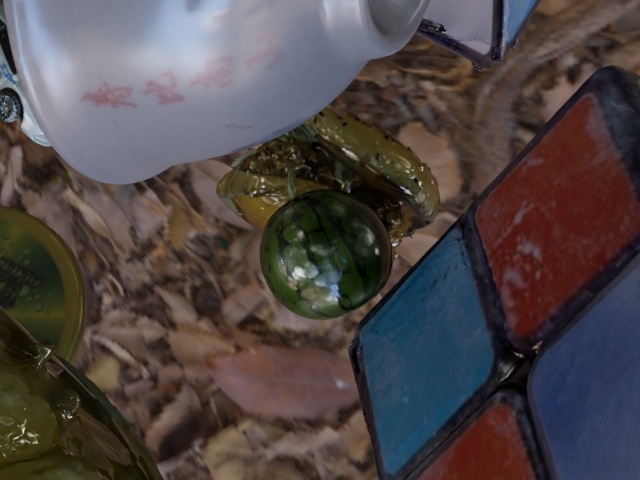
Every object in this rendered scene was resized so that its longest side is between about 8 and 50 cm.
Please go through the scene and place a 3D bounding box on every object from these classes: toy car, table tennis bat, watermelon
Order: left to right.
[{"bbox_3d":[-0.288,0.106,1.064,0.198,0.050,0.321,28,68,26],"label":"table tennis bat"},{"bbox_3d":[-0.289,-0.180,1.520,0.056,0.095,0.205,-40,77,31],"label":"toy car"},{"bbox_3d":[0.001,0.007,1.181,0.109,0.109,0.109,-2,98,-12],"label":"watermelon"}]

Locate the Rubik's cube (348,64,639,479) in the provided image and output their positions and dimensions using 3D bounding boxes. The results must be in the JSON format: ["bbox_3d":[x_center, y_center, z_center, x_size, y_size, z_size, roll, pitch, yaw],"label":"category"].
[{"bbox_3d":[0.245,0.127,1.076,0.316,0.318,0.313,21,127,-28],"label":"Rubik's cube"}]

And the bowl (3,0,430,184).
[{"bbox_3d":[-0.023,-0.185,0.891,0.157,0.345,0.346,12,96,21],"label":"bowl"}]

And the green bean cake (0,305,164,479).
[{"bbox_3d":[-0.173,0.148,0.628,0.202,0.285,0.310,-17,58,-38],"label":"green bean cake"}]

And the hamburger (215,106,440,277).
[{"bbox_3d":[0.002,-0.047,1.330,0.113,0.185,0.177,-60,147,-7],"label":"hamburger"}]

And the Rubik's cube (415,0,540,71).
[{"bbox_3d":[0.107,-0.413,1.785,0.307,0.310,0.305,16,111,-51],"label":"Rubik's cube"}]

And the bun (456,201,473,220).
[{"bbox_3d":[0.273,0.051,1.823,0.204,0.281,0.282,-28,103,-11],"label":"bun"}]
